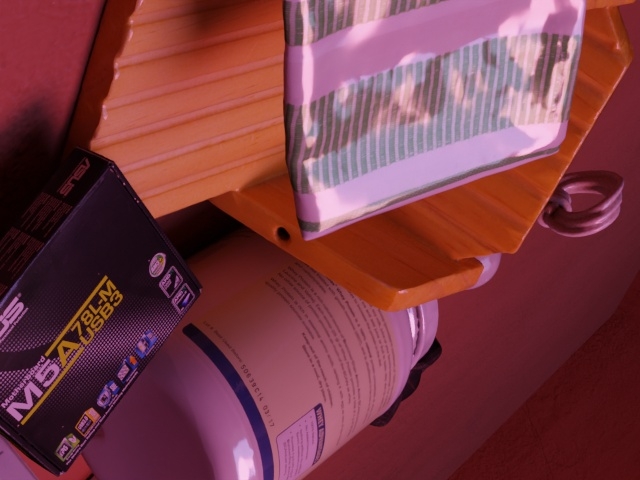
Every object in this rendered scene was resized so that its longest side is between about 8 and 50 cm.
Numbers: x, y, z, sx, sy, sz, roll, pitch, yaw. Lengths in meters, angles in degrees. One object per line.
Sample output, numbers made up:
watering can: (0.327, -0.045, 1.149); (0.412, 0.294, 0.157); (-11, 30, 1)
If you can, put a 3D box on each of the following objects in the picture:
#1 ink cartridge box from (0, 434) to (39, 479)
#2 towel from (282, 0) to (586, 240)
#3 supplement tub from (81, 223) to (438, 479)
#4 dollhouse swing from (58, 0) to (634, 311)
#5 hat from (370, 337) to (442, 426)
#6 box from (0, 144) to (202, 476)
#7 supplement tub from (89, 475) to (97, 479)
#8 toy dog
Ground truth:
ink cartridge box: (-0.312, 0.236, 1.066); (0.148, 0.086, 0.203); (-39, -179, -27)
towel: (0.088, -0.154, 0.895); (0.248, 0.038, 0.324); (-19, 139, -20)
supplement tub: (-0.060, 0.112, 1.272); (0.325, 0.235, 0.235); (-33, 154, -41)
dollhouse swing: (0.022, -0.093, 1.045); (0.305, 0.315, 0.346); (-44, 164, -52)
hat: (0.069, 0.154, 1.692); (0.331, 0.134, 0.331); (-43, 160, -20)
box: (-0.185, 0.057, 0.976); (0.190, 0.045, 0.184); (-53, 150, -19)
supplement tub: (-0.141, 0.402, 1.502); (0.228, 0.316, 0.228); (-43, 160, -20)
toy dog: (0.150, -0.109, 1.364); (0.220, 0.333, 0.161); (-28, 118, 4)
